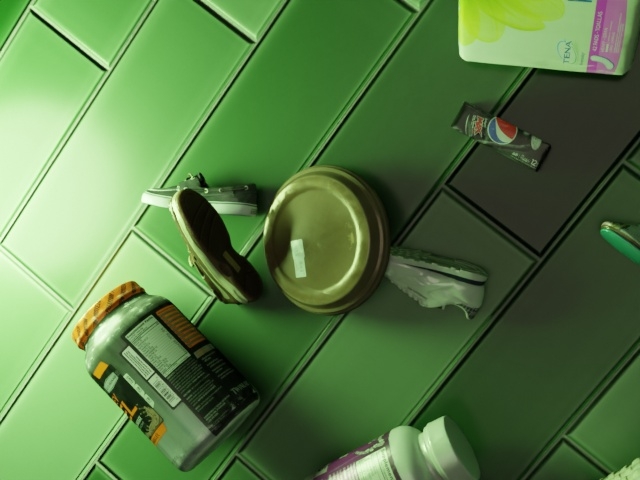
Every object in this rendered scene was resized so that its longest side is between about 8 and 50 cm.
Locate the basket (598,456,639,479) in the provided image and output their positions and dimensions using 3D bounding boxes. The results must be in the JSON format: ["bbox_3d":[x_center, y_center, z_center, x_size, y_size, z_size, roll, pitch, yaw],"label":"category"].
[{"bbox_3d":[0.518,0.510,1.494,0.255,0.201,0.289,42,110,10],"label":"basket"}]

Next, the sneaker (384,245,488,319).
[{"bbox_3d":[0.179,0.071,1.620,0.235,0.090,0.094,17,108,15],"label":"sneaker"}]

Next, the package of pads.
[{"bbox_3d":[0.373,-0.385,1.462,0.296,0.229,0.101,9,58,14],"label":"package of pads"}]

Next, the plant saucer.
[{"bbox_3d":[0.000,0.000,1.640,0.278,0.041,0.278,2,93,34],"label":"plant saucer"}]

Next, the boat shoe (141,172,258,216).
[{"bbox_3d":[-0.229,-0.092,1.722,0.228,0.080,0.076,6,90,14],"label":"boat shoe"}]

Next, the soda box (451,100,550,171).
[{"bbox_3d":[0.315,-0.181,1.572,0.169,0.060,0.053,29,100,12],"label":"soda box"}]

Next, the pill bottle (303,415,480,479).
[{"bbox_3d":[0.126,0.437,1.615,0.301,0.169,0.169,-31,86,15],"label":"pill bottle"}]

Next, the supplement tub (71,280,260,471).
[{"bbox_3d":[-0.296,0.249,1.698,0.338,0.207,0.207,44,104,9],"label":"supplement tub"}]

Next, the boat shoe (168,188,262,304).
[{"bbox_3d":[-0.217,0.023,1.685,0.095,0.095,0.257,-17,114,35],"label":"boat shoe"}]

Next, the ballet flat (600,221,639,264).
[{"bbox_3d":[0.575,0.027,1.516,0.221,0.077,0.079,42,85,4],"label":"ballet flat"}]
